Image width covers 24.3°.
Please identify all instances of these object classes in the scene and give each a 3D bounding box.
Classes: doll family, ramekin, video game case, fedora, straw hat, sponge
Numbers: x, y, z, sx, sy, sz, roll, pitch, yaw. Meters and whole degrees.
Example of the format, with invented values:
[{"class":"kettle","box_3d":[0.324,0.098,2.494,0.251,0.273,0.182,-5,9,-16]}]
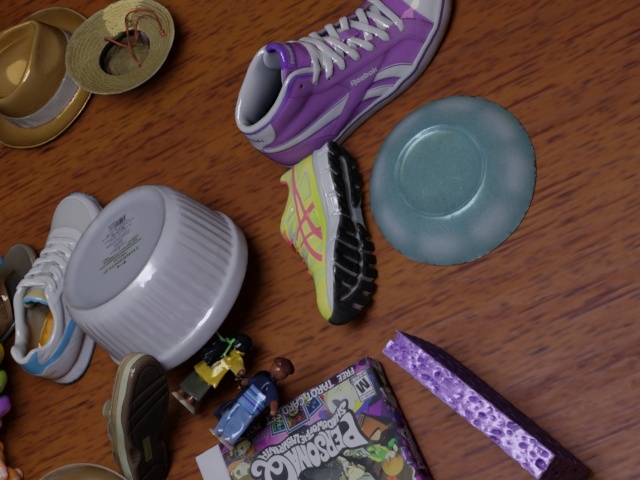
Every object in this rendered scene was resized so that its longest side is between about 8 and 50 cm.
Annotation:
[{"class":"doll family","box_3d":[-0.091,0.154,1.606,0.111,0.076,0.193,-46,45,-8]},{"class":"ramekin","box_3d":[-0.191,0.036,1.650,0.207,0.109,0.207,-30,40,29]},{"class":"video game case","box_3d":[0.001,0.268,1.568,0.232,0.042,0.210,-31,63,15]},{"class":"fedora","box_3d":[-0.371,-0.215,1.877,0.194,0.079,0.194,-8,71,24]},{"class":"straw hat","box_3d":[-0.234,-0.222,1.820,0.144,0.061,0.144,-6,61,11]},{"class":"sponge","box_3d":[0.165,0.167,1.472,0.210,0.117,0.031,38,96,30]}]

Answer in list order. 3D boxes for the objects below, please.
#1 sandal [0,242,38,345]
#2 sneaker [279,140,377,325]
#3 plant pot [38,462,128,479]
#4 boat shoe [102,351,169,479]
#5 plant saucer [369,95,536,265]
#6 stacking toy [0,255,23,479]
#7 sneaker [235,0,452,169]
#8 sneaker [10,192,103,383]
[{"class":"sandal","box_3d":[-0.401,0.085,1.819,0.072,0.049,0.180,33,91,30]},{"class":"sneaker","box_3d":[0.000,0.000,1.635,0.094,0.081,0.208,-20,61,28]},{"class":"plant pot","box_3d":[-0.258,0.368,1.660,0.236,0.032,0.236,-5,80,30]},{"class":"boat shoe","box_3d":[-0.212,0.193,1.632,0.072,0.068,0.190,31,132,33]},{"class":"plant saucer","box_3d":[0.135,-0.071,1.605,0.195,0.037,0.195,-8,72,24]},{"class":"stacking toy","box_3d":[-0.421,0.177,1.738,0.166,0.175,0.302,-17,97,46]},{"class":"sneaker","box_3d":[0.022,-0.204,1.630,0.282,0.161,0.102,-50,59,4]},{"class":"sneaker","box_3d":[-0.305,0.050,1.758,0.087,0.092,0.229,-1,73,28]}]
